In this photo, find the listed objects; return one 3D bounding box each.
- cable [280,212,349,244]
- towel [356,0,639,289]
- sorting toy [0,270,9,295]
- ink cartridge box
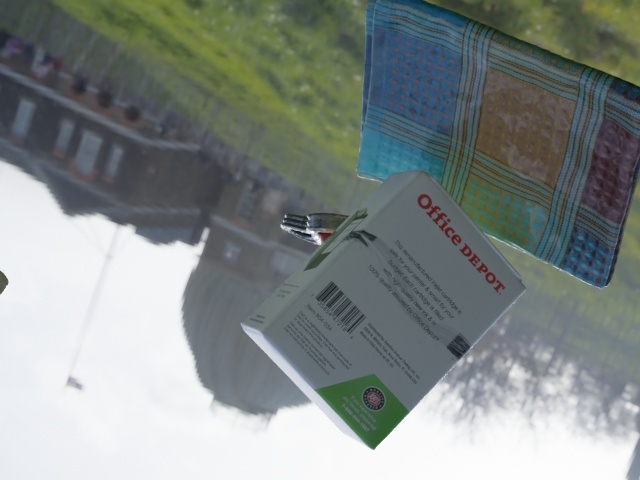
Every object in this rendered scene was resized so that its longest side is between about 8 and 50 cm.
[{"bbox_3d":[0.000,0.000,1.697,0.139,0.072,0.287,19,174,-31],"label":"cable"},{"bbox_3d":[0.198,-0.121,1.433,0.370,0.272,0.040,28,-135,28],"label":"towel"},{"bbox_3d":[-0.513,0.084,1.346,0.255,0.257,0.089,41,175,-33],"label":"sorting toy"},{"bbox_3d":[0.076,0.078,1.452,0.198,0.273,0.115,48,169,-12],"label":"ink cartridge box"}]
